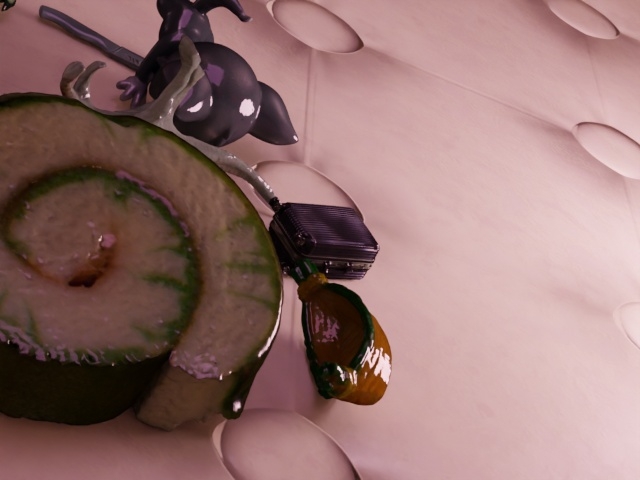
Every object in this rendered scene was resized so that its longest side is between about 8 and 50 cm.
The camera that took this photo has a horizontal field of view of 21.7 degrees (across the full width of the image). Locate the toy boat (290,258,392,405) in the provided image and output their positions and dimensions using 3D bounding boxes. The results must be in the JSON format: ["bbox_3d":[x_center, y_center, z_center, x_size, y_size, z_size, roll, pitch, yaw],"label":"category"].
[{"bbox_3d":[0.015,0.099,1.694,0.088,0.089,0.229,39,16,-24],"label":"toy boat"}]

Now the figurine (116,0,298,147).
[{"bbox_3d":[-0.134,-0.211,2.017,0.193,0.140,0.265,24,51,-38],"label":"figurine"}]

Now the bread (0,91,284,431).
[{"bbox_3d":[-0.216,0.033,1.532,0.382,0.129,0.366,41,39,5],"label":"bread"}]

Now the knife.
[{"bbox_3d":[-0.260,-0.239,2.084,0.210,0.015,0.028,29,24,-1],"label":"knife"}]

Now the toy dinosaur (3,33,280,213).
[{"bbox_3d":[-0.180,-0.123,1.822,0.393,0.205,0.092,34,8,-46],"label":"toy dinosaur"}]

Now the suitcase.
[{"bbox_3d":[0.000,0.000,1.872,0.126,0.059,0.086,3,39,-36],"label":"suitcase"}]

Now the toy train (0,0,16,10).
[{"bbox_3d":[-0.454,-0.356,1.970,0.188,0.159,0.272,23,29,4],"label":"toy train"}]
